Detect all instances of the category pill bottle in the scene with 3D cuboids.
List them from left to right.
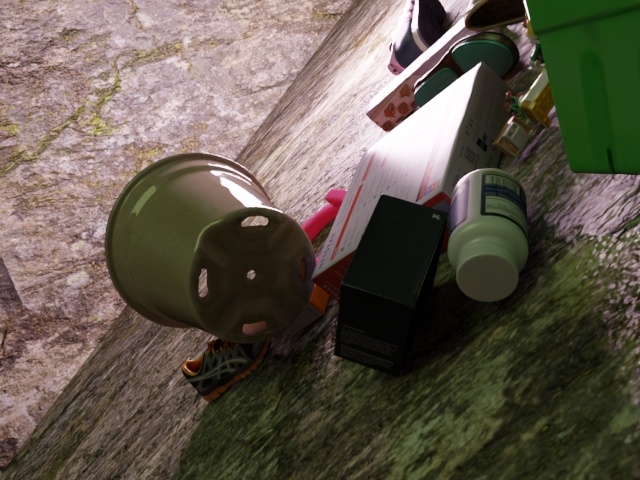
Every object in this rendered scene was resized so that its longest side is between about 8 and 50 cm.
[{"bbox_3d":[0.200,-0.006,1.041,0.094,0.094,0.169,-40,19,32],"label":"pill bottle"}]

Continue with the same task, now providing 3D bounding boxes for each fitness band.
[{"bbox_3d":[0.000,0.000,1.630,0.209,0.054,0.291,-53,15,-5],"label":"fitness band"}]

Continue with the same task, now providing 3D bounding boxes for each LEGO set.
[{"bbox_3d":[0.296,-0.263,1.234,0.107,0.132,0.287,28,116,55],"label":"LEGO set"}]

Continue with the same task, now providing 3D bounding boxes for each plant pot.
[{"bbox_3d":[-0.167,0.030,1.489,0.334,0.334,0.305,-53,29,-8],"label":"plant pot"}]

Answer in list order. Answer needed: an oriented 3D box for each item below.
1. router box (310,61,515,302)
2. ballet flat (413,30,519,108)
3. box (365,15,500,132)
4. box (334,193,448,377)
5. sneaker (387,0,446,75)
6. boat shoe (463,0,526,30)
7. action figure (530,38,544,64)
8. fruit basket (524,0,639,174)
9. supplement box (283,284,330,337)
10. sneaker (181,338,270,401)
[{"bbox_3d":[0.149,-0.089,1.377,0.301,0.082,0.335,-35,22,43],"label":"router box"},{"bbox_3d":[0.265,-0.319,1.556,0.096,0.095,0.280,-50,14,-28],"label":"ballet flat"},{"bbox_3d":[0.223,-0.343,1.758,0.324,0.063,0.067,-38,22,37],"label":"box"},{"bbox_3d":[0.087,0.056,1.087,0.158,0.093,0.156,94,-163,-50],"label":"box"},{"bbox_3d":[0.212,-0.495,2.030,0.131,0.112,0.319,-37,20,32],"label":"sneaker"},{"bbox_3d":[0.363,-0.406,1.403,0.285,0.104,0.089,-18,27,44],"label":"boat shoe"},{"bbox_3d":[0.385,-0.333,1.259,0.232,0.137,0.063,-45,28,48],"label":"action figure"},{"bbox_3d":[0.330,-0.229,0.676,0.392,0.283,0.392,179,90,-73],"label":"fruit basket"},{"bbox_3d":[-0.028,0.115,1.484,0.098,0.036,0.062,-38,21,37],"label":"supplement box"},{"bbox_3d":[-0.167,0.208,1.573,0.215,0.083,0.084,-42,17,22],"label":"sneaker"}]
